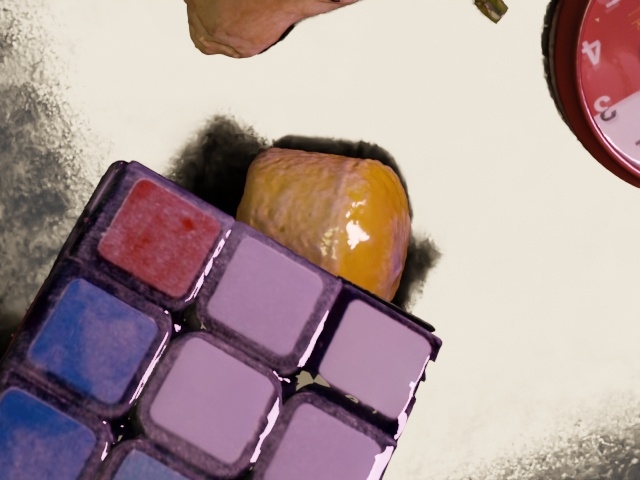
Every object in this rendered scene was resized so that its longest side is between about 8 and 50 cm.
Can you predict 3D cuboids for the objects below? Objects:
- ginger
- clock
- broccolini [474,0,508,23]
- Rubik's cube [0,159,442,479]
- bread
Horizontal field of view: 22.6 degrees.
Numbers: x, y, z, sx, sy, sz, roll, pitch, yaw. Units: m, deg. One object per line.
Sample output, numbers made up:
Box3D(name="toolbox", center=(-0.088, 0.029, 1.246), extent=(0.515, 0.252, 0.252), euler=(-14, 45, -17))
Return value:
Box3D(name="ginger", center=(-0.044, -0.241, 1.618), extent=(0.193, 0.115, 0.122), euler=(6, 120, -4))
Box3D(name="clock", center=(0.383, -0.193, 1.581), extent=(0.319, 0.080, 0.318), euler=(-2, 109, -5))
Box3D(name="broccolini", center=(0.097, -0.318, 1.572), extent=(0.254, 0.071, 0.057), euler=(46, 60, -12))
Box3D(name="Rubik's cube", center=(-0.150, 0.197, 1.484), extent=(0.363, 0.359, 0.362), euler=(29, 64, -5))
Box3D(name="bread", center=(0.001, 0.002, 1.606), extent=(0.171, 0.197, 0.197), euler=(14, 99, 14))
